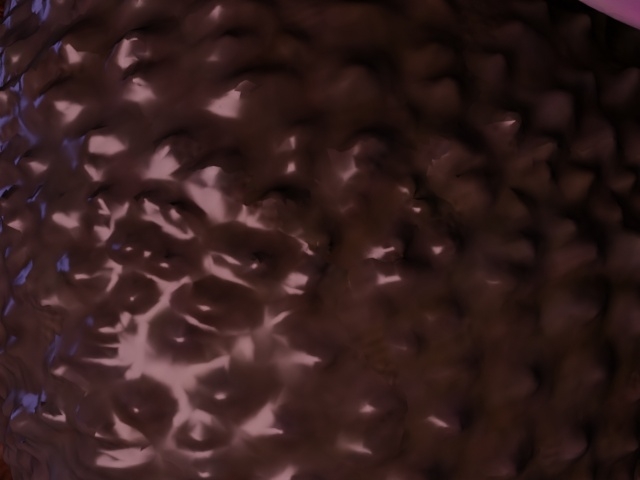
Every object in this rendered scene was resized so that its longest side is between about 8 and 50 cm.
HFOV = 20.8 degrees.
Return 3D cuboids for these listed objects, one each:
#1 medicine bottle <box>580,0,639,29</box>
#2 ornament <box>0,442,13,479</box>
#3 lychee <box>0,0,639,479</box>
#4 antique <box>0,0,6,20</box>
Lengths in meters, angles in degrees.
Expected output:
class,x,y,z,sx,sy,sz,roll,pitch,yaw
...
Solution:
class,x,y,z,sx,sy,sz,roll,pitch,yaw
medicine bottle,0.188,-0.265,0.724,0.212,0.212,0.325,38,117,13
ornament,-0.243,0.099,1.283,0.235,0.221,0.217,53,137,11
lychee,0.000,0.000,0.837,0.380,0.432,0.380,171,90,-70
antique,-0.205,-0.122,1.204,0.104,0.104,0.104,17,123,28
